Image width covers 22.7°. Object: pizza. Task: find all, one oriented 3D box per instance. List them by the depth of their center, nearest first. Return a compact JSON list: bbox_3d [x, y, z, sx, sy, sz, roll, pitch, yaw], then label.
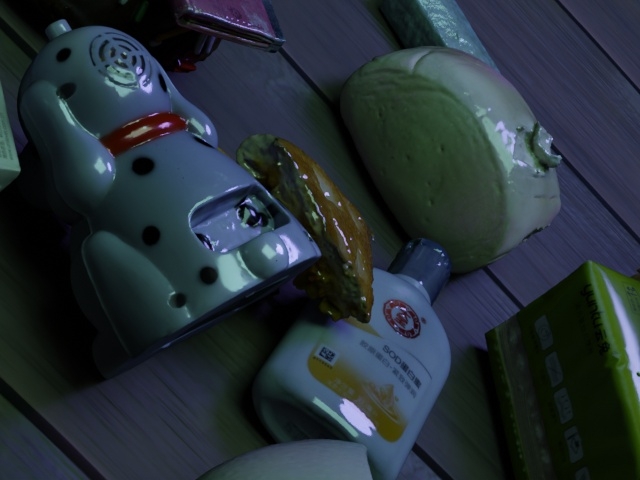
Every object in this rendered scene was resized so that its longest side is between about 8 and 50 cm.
[{"bbox_3d":[0.000,0.000,1.306,0.161,0.062,0.182,62,10,19],"label":"pizza"}]

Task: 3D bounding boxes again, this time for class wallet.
[{"bbox_3d":[-0.110,-0.266,1.368,0.119,0.025,0.232,9,50,-44],"label":"wallet"}]

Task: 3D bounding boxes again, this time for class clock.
[{"bbox_3d":[-0.141,-0.045,1.179,0.254,0.189,0.189,55,36,7],"label":"clock"}]

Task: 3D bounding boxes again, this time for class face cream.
[{"bbox_3d":[0.047,0.091,1.361,0.144,0.071,0.291,43,36,-3],"label":"face cream"}]

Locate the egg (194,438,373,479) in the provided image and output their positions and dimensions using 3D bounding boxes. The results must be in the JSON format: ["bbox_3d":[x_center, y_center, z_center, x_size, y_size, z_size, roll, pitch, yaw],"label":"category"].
[{"bbox_3d":[-0.016,0.243,1.017,0.206,0.162,0.271,-23,64,-21],"label":"egg"}]

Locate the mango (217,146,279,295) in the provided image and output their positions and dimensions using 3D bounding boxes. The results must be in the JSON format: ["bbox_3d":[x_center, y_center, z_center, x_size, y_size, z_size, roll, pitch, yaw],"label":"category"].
[{"bbox_3d":[-0.094,-0.029,1.314,0.190,0.075,0.098,52,26,11],"label":"mango"}]

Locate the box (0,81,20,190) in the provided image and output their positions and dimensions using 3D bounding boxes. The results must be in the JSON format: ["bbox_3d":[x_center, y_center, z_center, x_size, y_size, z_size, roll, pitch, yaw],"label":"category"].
[{"bbox_3d":[-0.308,-0.119,1.151,0.135,0.081,0.199,11,50,-42],"label":"box"}]

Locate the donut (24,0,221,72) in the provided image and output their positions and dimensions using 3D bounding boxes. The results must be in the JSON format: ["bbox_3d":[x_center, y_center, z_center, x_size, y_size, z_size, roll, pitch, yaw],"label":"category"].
[{"bbox_3d":[-0.176,-0.268,1.407,0.270,0.103,0.269,27,42,-27],"label":"donut"}]

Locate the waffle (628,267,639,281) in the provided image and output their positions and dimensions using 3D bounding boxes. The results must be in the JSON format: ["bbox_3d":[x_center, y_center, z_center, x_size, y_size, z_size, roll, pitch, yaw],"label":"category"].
[{"bbox_3d":[0.484,0.061,1.667,0.213,0.308,0.091,49,31,-5],"label":"waffle"}]

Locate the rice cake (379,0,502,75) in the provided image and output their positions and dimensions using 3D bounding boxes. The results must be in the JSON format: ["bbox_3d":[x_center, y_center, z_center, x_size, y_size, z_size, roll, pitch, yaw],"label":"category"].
[{"bbox_3d":[0.138,-0.201,1.725,0.069,0.063,0.206,-20,74,-47],"label":"rice cake"}]

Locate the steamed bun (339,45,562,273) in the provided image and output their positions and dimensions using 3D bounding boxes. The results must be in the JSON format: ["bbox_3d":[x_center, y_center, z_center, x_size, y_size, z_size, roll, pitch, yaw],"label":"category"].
[{"bbox_3d":[0.143,-0.097,1.562,0.170,0.152,0.238,-17,75,-53],"label":"steamed bun"}]

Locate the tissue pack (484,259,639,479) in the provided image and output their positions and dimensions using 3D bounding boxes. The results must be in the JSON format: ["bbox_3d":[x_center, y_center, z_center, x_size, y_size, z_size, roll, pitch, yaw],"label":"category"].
[{"bbox_3d":[0.287,0.191,1.456,0.200,0.167,0.274,20,45,-36],"label":"tissue pack"}]
